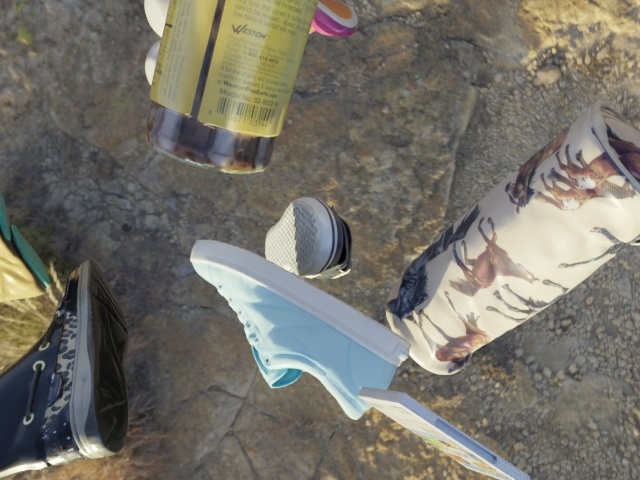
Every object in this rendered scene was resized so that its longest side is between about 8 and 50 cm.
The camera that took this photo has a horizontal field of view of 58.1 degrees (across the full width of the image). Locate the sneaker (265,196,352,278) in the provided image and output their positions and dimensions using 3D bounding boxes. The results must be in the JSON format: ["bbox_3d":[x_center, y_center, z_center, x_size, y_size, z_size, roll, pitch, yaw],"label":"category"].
[{"bbox_3d":[0.000,0.000,0.953,0.127,0.321,0.126,-1,85,-17],"label":"sneaker"}]

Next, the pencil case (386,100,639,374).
[{"bbox_3d":[0.261,0.023,0.754,0.183,0.160,0.410,31,129,-15],"label":"pencil case"}]

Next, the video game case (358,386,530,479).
[{"bbox_3d":[0.096,0.156,0.466,0.122,0.087,0.011,35,71,-8],"label":"video game case"}]

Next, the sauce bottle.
[{"bbox_3d":[-0.042,-0.225,0.426,0.111,0.111,0.344,27,108,23],"label":"sauce bottle"}]

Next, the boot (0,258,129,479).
[{"bbox_3d":[-0.277,0.123,0.537,0.179,0.085,0.236,-22,39,-5],"label":"boot"}]

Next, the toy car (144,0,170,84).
[{"bbox_3d":[-0.148,-0.265,0.693,0.136,0.159,0.182,43,141,23],"label":"toy car"}]

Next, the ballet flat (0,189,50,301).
[{"bbox_3d":[-0.346,-0.005,0.591,0.080,0.073,0.232,58,157,33],"label":"ballet flat"}]

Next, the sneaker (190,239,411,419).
[{"bbox_3d":[-0.066,0.118,0.805,0.366,0.135,0.150,26,81,28],"label":"sneaker"}]

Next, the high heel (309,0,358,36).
[{"bbox_3d":[-0.018,-0.343,0.942,0.244,0.082,0.117,50,131,43],"label":"high heel"}]
